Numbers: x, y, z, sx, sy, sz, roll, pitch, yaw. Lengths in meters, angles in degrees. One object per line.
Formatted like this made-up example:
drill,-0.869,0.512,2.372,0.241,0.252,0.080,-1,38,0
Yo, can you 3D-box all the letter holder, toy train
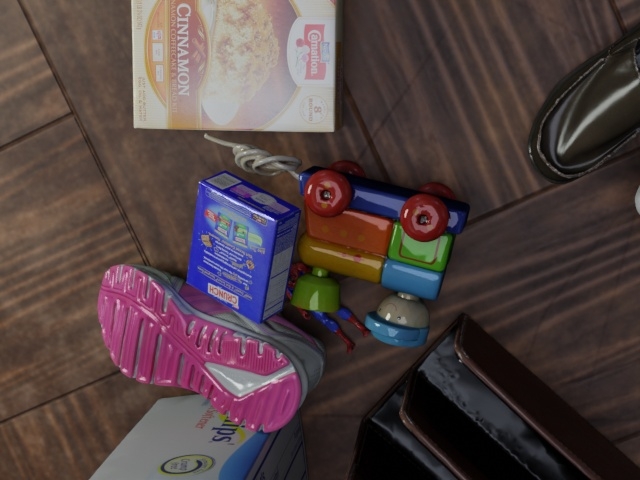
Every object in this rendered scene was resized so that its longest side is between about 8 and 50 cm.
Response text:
letter holder,0.184,0.239,1.051,0.302,0.214,0.152,42,103,-1
toy train,0.000,0.000,1.088,0.248,0.105,0.143,14,101,9

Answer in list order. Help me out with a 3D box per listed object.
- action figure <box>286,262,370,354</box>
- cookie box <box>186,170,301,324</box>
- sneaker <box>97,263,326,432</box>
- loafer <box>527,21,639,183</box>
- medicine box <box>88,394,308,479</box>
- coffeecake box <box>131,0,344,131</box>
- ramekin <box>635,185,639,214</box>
action figure,-0.004,0.057,1.141,0.115,0.030,0.038,44,106,1
cookie box,-0.070,0.006,1.067,0.091,0.040,0.107,28,122,27
sneaker,-0.101,0.094,1.127,0.252,0.111,0.103,27,109,25
loafer,0.266,-0.137,1.038,0.080,0.078,0.220,42,103,-1
medicine box,-0.096,0.313,1.079,0.149,0.263,0.289,-5,99,9
coffeecake box,-0.073,-0.172,1.087,0.185,0.068,0.142,2,100,7
ramekin,0.369,-0.091,0.939,0.135,0.277,0.277,34,103,8
